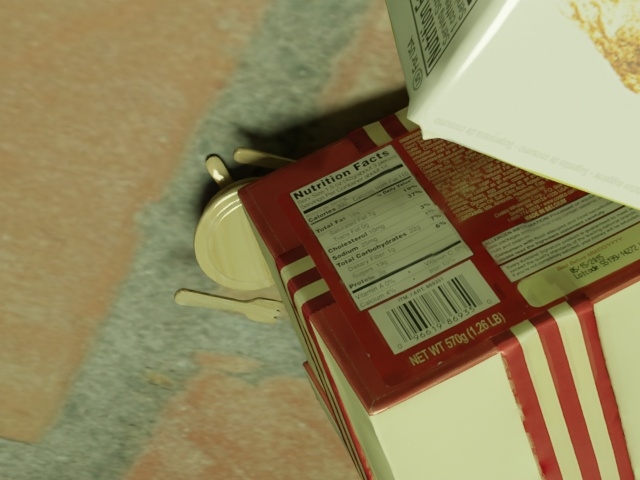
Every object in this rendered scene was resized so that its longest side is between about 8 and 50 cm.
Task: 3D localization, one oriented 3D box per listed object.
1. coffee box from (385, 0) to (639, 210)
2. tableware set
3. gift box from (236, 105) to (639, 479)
[{"bbox_3d":[0.234,-0.212,0.547,0.337,0.338,0.334,17,129,-22],"label":"coffee box"},{"bbox_3d":[0.000,0.000,0.924,0.194,0.039,0.128,12,119,-26],"label":"tableware set"},{"bbox_3d":[0.110,0.085,0.827,0.255,0.276,0.258,-23,134,-2],"label":"gift box"}]
